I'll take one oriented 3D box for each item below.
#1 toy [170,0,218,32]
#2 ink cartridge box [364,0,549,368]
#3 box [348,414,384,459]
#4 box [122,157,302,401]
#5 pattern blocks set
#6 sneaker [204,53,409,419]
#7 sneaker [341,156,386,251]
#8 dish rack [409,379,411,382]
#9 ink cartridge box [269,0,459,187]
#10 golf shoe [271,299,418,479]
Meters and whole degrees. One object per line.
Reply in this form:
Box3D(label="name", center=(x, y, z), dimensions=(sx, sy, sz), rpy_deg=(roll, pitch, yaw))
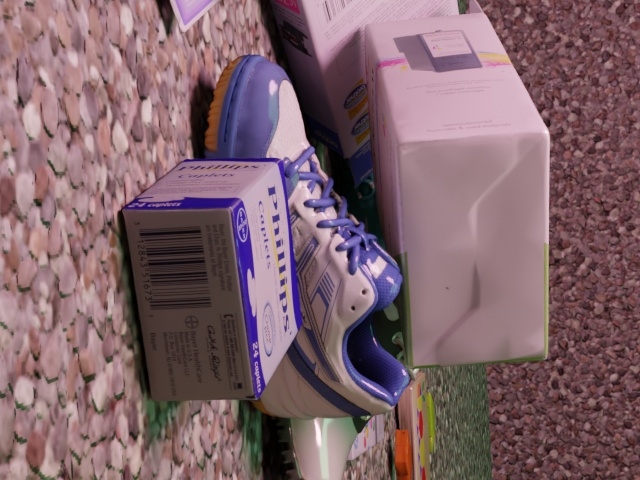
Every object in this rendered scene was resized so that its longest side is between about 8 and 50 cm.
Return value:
Box3D(label="toy", center=(-0.064, -0.261, 0.788), dimensions=(0.137, 0.056, 0.237), rpy_deg=(-49, 144, -32))
Box3D(label="ink cartridge box", center=(0.108, -0.069, 1.100), dimensions=(0.353, 0.119, 0.207), rpy_deg=(-95, 180, -63))
Box3D(label="box", center=(0.030, 0.144, 1.296), dimensions=(0.186, 0.038, 0.145), rpy_deg=(13, 74, -76))
Box3D(label="box", center=(-0.065, 0.021, 0.808), dimensions=(0.137, 0.072, 0.126), rpy_deg=(-59, 144, -70))
Box3D(label="pattern blocks set", center=(0.129, 0.269, 1.740), dimensions=(0.285, 0.026, 0.325), rpy_deg=(24, 63, -76))
Box3D(label="sneaker", center=(0.000, 0.000, 0.944), dimensions=(0.112, 0.131, 0.296), rpy_deg=(-51, 136, -53))
Box3D(label="sneaker", center=(0.048, -0.096, 1.363), dimensions=(0.110, 0.107, 0.275), rpy_deg=(33, 48, -51))
Box3D(label="dish rack", center=(0.135, 0.011, 1.451), dimensions=(0.208, 0.074, 0.271), rpy_deg=(113, 3, -54))
Box3D(label="ink cartridge box", center=(0.049, -0.212, 1.195), dimensions=(0.186, 0.065, 0.311), rpy_deg=(-44, 143, -19))
Box3D(label="golf shoe", center=(0.025, 0.113, 1.096), dimensions=(0.105, 0.120, 0.273), rpy_deg=(75, 18, -48))
